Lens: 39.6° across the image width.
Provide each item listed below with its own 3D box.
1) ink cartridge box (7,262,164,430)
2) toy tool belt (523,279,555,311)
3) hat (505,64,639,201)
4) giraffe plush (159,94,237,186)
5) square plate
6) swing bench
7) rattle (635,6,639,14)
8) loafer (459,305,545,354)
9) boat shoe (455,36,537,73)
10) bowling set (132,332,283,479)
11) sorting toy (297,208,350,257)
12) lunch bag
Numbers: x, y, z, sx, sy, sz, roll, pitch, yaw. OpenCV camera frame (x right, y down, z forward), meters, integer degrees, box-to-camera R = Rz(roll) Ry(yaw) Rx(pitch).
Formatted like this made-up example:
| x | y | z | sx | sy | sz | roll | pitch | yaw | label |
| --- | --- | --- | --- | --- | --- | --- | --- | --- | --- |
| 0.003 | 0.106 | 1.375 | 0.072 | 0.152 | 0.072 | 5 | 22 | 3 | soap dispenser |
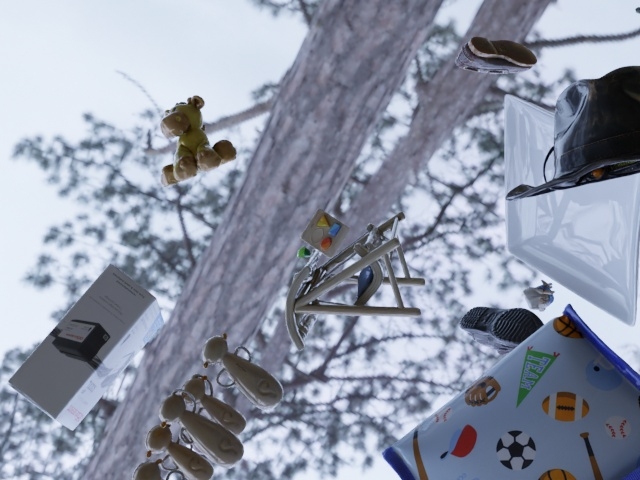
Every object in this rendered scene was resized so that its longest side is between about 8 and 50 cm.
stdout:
| x | y | z | sx | sy | sz | roll | pitch | yaw | label |
| --- | --- | --- | --- | --- | --- | --- | --- | --- | --- |
| -0.475 | 0.226 | 1.839 | 0.129 | 0.223 | 0.307 | 37 | -108 | 6 | ink cartridge box |
| 0.383 | 0.094 | 1.522 | 0.083 | 0.051 | 0.052 | -7 | -106 | -66 | toy tool belt |
| 0.373 | -0.144 | 1.112 | 0.331 | 0.331 | 0.134 | -12 | -90 | -51 | hat |
| -0.297 | -0.238 | 2.036 | 0.210 | 0.181 | 0.170 | -56 | -55 | -74 | giraffe plush |
| 0.457 | -0.065 | 1.597 | 0.049 | 0.344 | 0.347 | -20 | -148 | -22 | square plate |
| 0.060 | 0.075 | 1.745 | 0.253 | 0.255 | 0.165 | -58 | -49 | -75 | swing bench |
| 0.654 | -0.413 | 1.556 | 0.143 | 0.130 | 0.199 | 55 | -133 | -14 | rattle |
| 0.355 | 0.174 | 1.672 | 0.078 | 0.080 | 0.220 | 49 | 165 | -21 | loafer |
| 0.397 | -0.412 | 2.016 | 0.207 | 0.073 | 0.073 | 4 | -127 | -31 | boat shoe |
| -0.212 | 0.306 | 1.429 | 0.154 | 0.200 | 0.287 | 41 | -118 | -12 | bowling set |
| 0.000 | 0.000 | 1.393 | 0.062 | 0.083 | 0.012 | 34 | -177 | 9 | sorting toy |
| 0.319 | 0.328 | 1.087 | 0.385 | 0.328 | 0.239 | 53 | -179 | 35 | lunch bag |
